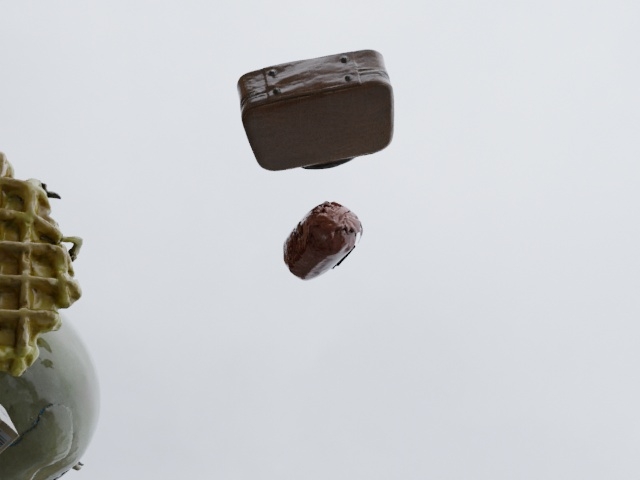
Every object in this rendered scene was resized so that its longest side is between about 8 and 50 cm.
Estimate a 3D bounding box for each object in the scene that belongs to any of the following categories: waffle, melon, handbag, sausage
[{"bbox_3d":[-0.428,0.026,1.453,0.329,0.329,0.062,38,-27,10],"label":"waffle"},{"bbox_3d":[-0.444,0.197,1.691,0.330,0.268,0.268,47,-39,-4],"label":"melon"},{"bbox_3d":[-0.004,-0.161,1.571,0.193,0.072,0.151,-11,-38,-3],"label":"handbag"},{"bbox_3d":[0.000,0.000,1.470,0.076,0.076,0.141,45,-28,1],"label":"sausage"}]

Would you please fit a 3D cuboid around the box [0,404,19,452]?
[{"bbox_3d":[-0.283,0.166,0.976,0.024,0.083,0.053,51,-8,-31],"label":"box"}]
